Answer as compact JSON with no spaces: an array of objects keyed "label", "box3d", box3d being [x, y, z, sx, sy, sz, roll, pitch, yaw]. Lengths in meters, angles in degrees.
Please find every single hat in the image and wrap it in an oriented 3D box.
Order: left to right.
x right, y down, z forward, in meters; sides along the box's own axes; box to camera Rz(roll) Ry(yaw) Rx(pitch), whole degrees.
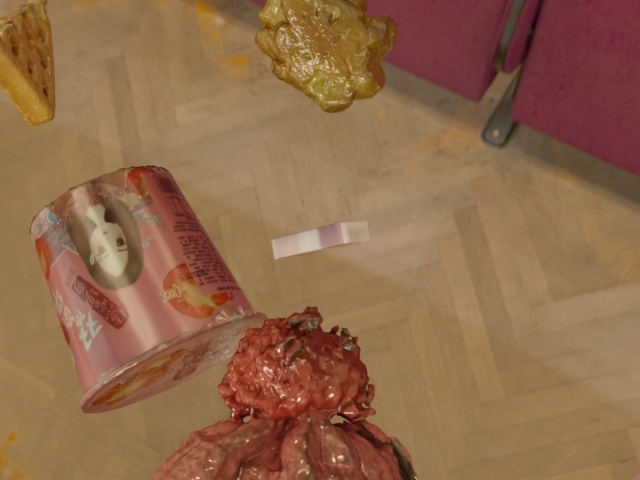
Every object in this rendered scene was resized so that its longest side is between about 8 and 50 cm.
[{"label":"hat","box3d":[-0.020,0.185,0.459,0.236,0.107,0.287,8,75,-32]}]

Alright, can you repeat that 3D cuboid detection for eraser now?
[{"label":"eraser","box3d":[0.000,0.000,0.871,0.105,0.065,0.026,-13,83,32]}]

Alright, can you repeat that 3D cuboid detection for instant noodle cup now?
[{"label":"instant noodle cup","box3d":[-0.221,0.054,0.924,0.243,0.243,0.231,-28,77,-2]}]

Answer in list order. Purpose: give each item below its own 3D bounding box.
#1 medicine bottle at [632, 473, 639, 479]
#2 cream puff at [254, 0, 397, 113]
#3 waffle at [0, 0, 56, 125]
[{"label":"medicine bottle","box3d":[0.572,0.426,1.012,0.212,0.325,0.212,2,80,-11]},{"label":"cream puff","box3d":[0.003,-0.118,0.446,0.083,0.058,0.083,6,101,-3]},{"label":"waffle","box3d":[-0.292,-0.214,0.717,0.032,0.125,0.191,-17,62,3]}]
